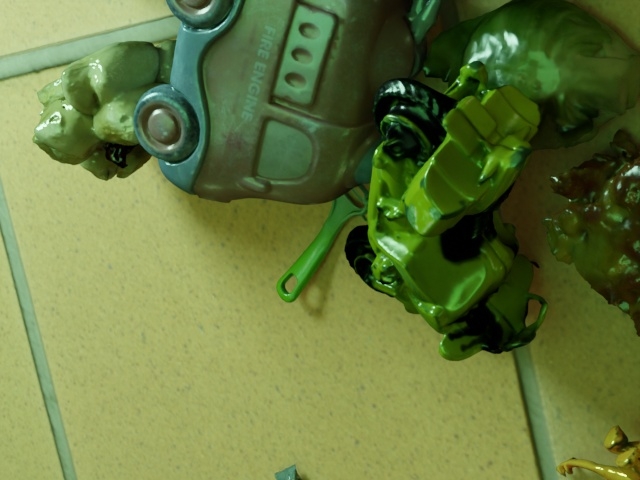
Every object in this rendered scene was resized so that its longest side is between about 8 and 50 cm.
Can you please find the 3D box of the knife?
[{"bbox_3d":[0.002,0.000,1.764,0.078,0.023,0.166,55,130,34],"label":"knife"}]

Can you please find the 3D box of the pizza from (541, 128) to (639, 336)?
[{"bbox_3d":[0.289,0.003,1.516,0.229,0.081,0.289,10,111,35],"label":"pizza"}]

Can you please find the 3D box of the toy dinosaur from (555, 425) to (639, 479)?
[{"bbox_3d":[0.314,0.205,1.550,0.117,0.070,0.288,33,151,-11],"label":"toy dinosaur"}]

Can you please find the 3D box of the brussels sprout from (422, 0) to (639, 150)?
[{"bbox_3d":[0.189,-0.147,1.542,0.181,0.100,0.139,6,94,40],"label":"brussels sprout"}]

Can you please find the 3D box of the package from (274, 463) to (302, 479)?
[{"bbox_3d":[-0.013,0.291,1.868,0.037,0.015,0.110,-35,83,37],"label":"package"}]

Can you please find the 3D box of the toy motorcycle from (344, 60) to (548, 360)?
[{"bbox_3d":[0.116,-0.006,1.544,0.206,0.142,0.342,27,151,11],"label":"toy motorcycle"}]

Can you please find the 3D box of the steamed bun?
[{"bbox_3d":[-0.196,-0.126,1.769,0.177,0.192,0.106,-24,74,29],"label":"steamed bun"}]

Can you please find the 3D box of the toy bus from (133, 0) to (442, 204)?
[{"bbox_3d":[-0.019,-0.159,1.637,0.232,0.197,0.294,24,115,18],"label":"toy bus"}]
